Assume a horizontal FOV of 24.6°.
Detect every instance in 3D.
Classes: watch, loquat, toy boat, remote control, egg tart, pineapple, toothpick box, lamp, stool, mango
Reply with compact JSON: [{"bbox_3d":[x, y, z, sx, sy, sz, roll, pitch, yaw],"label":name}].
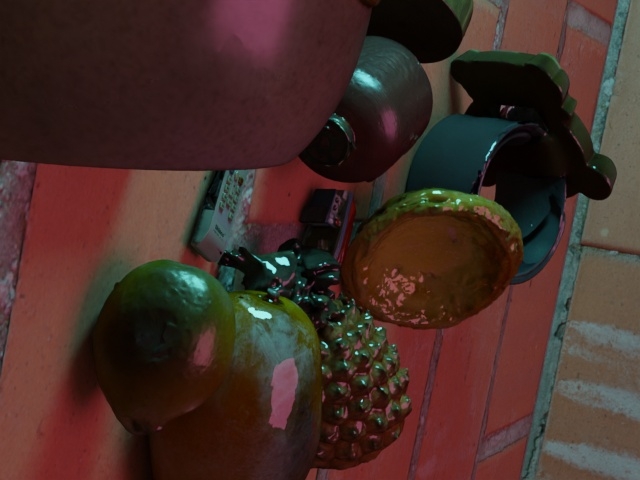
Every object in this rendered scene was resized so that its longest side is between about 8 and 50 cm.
[{"bbox_3d":[0.287,-0.109,2.493,0.327,0.314,0.335,-50,132,-30],"label":"watch"},{"bbox_3d":[-0.171,0.115,1.583,0.152,0.152,0.195,55,51,-62],"label":"loquat"},{"bbox_3d":[0.000,0.000,2.057,0.059,0.069,0.173,33,68,-45],"label":"toy boat"},{"bbox_3d":[-0.119,-0.060,1.780,0.065,0.029,0.166,52,49,-61],"label":"remote control"},{"bbox_3d":[0.171,0.013,2.282,0.123,0.294,0.294,-106,-174,-49],"label":"egg tart"},{"bbox_3d":[-0.019,0.122,1.925,0.223,0.223,0.357,-58,136,-40],"label":"pineapple"},{"bbox_3d":[-0.150,-0.275,1.080,0.409,0.409,0.425,-13,108,-66],"label":"toothpick box"},{"bbox_3d":[0.050,-0.175,1.958,0.258,0.180,0.180,-46,142,-56],"label":"lamp"},{"bbox_3d":[0.157,-0.406,2.070,0.179,0.179,0.264,71,37,-53],"label":"stool"},{"bbox_3d":[-0.108,0.233,1.757,0.221,0.199,0.384,-16,131,-57],"label":"mango"}]
